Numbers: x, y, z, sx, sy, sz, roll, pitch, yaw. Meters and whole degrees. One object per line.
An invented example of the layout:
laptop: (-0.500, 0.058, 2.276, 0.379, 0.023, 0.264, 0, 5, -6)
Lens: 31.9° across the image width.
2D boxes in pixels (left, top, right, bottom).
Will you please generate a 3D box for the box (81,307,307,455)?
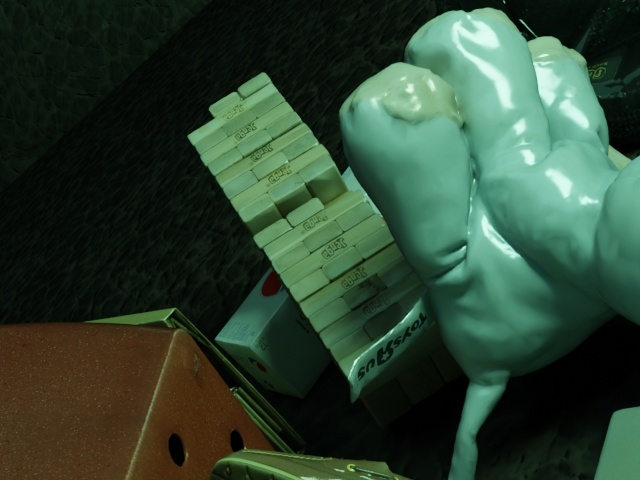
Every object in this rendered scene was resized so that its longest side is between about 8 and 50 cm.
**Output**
box: (-0.124, 0.124, 0.920, 0.201, 0.164, 0.021, -11, 36, 51)

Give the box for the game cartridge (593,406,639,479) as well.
game cartridge: (0.177, 0.208, 0.437, 0.230, 0.068, 0.355, -23, 31, 47)

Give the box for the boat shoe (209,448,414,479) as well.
boat shoe: (0.019, 0.165, 0.683, 0.177, 0.064, 0.060, 13, 28, 18)

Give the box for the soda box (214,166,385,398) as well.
soda box: (0.008, 0.030, 0.986, 0.216, 0.074, 0.069, -52, 25, -20)

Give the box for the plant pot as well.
plant pot: (-0.163, 0.206, 0.755, 0.235, 0.267, 0.267, -21, 30, 21)

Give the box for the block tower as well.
block tower: (0.000, 0.000, 0.887, 0.091, 0.097, 0.335, -33, 44, -2)

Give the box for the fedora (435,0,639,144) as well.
fedora: (0.256, -0.237, 0.886, 0.334, 0.334, 0.152, -23, 0, 39)

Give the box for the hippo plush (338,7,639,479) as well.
hippo plush: (0.155, -0.028, 0.649, 0.236, 0.234, 0.294, -11, 38, 52)
